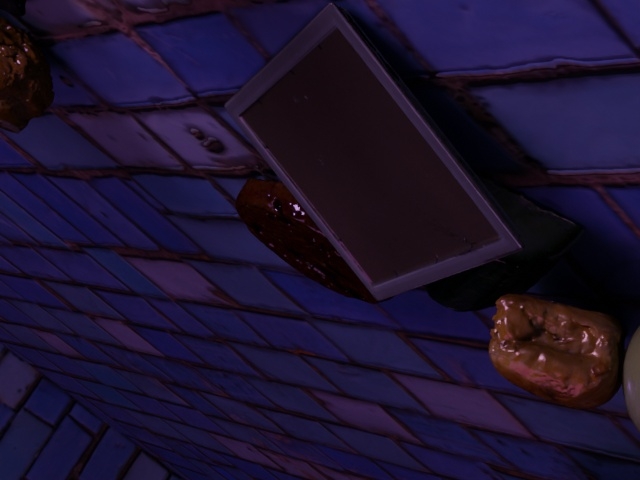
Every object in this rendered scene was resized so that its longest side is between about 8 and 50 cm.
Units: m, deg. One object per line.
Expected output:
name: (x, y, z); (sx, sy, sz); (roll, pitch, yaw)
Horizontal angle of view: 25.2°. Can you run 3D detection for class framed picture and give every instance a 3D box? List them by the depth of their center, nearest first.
framed picture: (0.036, -0.062, 1.170); (0.232, 0.019, 0.296); (52, 159, -5)

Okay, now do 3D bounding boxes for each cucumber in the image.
cucumber: (0.136, 0.021, 1.243); (0.115, 0.063, 0.244); (31, 163, 4)

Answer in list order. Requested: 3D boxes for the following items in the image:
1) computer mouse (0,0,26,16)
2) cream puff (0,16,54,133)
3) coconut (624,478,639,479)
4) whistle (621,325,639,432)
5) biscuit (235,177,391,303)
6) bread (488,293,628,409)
computer mouse: (-0.298, -0.236, 1.296); (0.079, 0.047, 0.135); (34, 164, -5)
cream puff: (-0.332, -0.171, 1.425); (0.144, 0.103, 0.126); (26, 177, 4)
coconut: (0.348, 0.425, 1.561); (0.352, 0.353, 0.353); (28, 161, 11)
whistle: (0.324, 0.119, 1.142); (0.141, 0.141, 0.294); (22, 177, 28)
biscuit: (0.000, 0.000, 1.426); (0.192, 0.049, 0.192); (35, 166, 10)
bread: (0.199, 0.091, 1.186); (0.113, 0.083, 0.211); (19, 179, 16)
